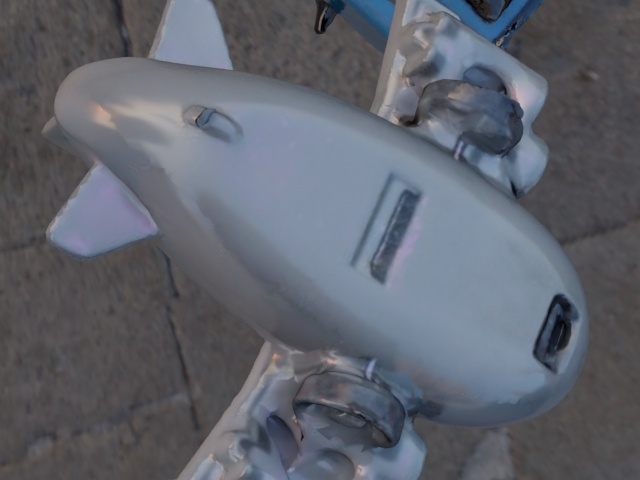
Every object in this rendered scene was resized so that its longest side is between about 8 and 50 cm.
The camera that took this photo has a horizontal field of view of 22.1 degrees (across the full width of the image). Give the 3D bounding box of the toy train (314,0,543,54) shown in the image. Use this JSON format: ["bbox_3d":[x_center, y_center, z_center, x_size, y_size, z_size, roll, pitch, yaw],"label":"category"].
[{"bbox_3d":[0.084,-0.272,1.132,0.188,0.265,0.300,38,91,-32],"label":"toy train"}]

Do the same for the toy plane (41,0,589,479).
[{"bbox_3d":[0.002,-0.001,0.682,0.252,0.118,0.252,4,79,-22],"label":"toy plane"}]
